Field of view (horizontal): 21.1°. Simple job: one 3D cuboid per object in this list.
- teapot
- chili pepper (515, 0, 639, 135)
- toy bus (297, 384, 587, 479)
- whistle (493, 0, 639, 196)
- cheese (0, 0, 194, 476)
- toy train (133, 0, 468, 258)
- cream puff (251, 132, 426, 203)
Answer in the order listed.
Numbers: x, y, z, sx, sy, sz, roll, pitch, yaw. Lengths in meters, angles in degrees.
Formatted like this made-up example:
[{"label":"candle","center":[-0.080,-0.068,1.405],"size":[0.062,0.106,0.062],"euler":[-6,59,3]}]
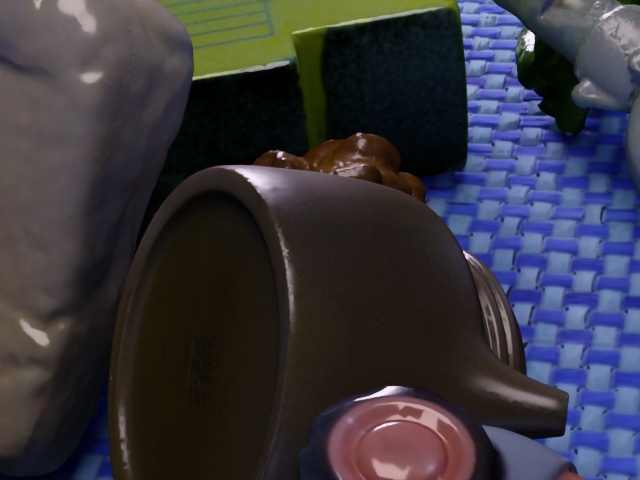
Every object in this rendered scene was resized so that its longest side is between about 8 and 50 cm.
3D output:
[{"label":"teapot","center":[0.009,0.066,0.796],"size":[0.175,0.185,0.268],"euler":[12,-5,-30]},{"label":"chili pepper","center":[0.175,-0.164,1.133],"size":[0.074,0.100,0.257],"euler":[36,39,-8]},{"label":"toy bus","center":[0.043,0.211,0.585],"size":[0.232,0.194,0.288],"euler":[29,48,23]},{"label":"whistle","center":[0.202,-0.083,0.985],"size":[0.126,0.067,0.258],"euler":[-43,66,-11]},{"label":"cheese","center":[-0.160,-0.023,0.870],"size":[0.159,0.263,0.093],"euler":[19,11,21]},{"label":"toy train","center":[-0.112,-0.118,1.056],"size":[0.442,0.179,0.272],"euler":[-10,45,-3]},{"label":"cream puff","center":[0.000,0.000,0.919],"size":[0.094,0.116,0.122],"euler":[7,13,27]}]
